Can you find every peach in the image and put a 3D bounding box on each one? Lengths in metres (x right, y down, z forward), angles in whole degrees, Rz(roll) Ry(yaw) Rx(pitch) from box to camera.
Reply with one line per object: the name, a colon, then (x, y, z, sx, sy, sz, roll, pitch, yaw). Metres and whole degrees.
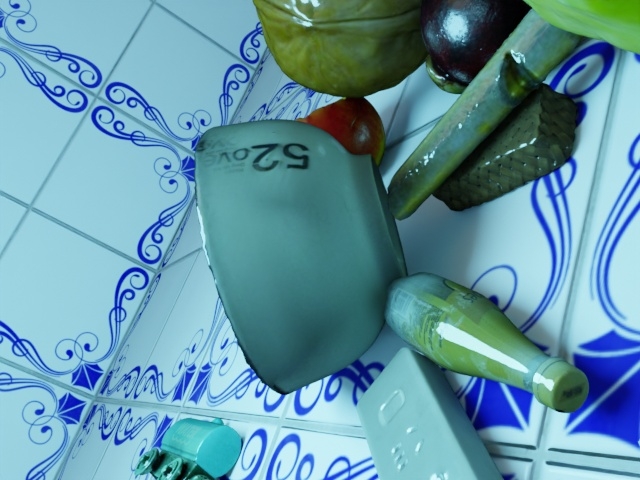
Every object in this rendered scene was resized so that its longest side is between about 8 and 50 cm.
peach: (0.017, -0.173, 1.104, 0.190, 0.192, 0.190, -18, 49, 22)

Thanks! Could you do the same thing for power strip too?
power strip: (0.104, 0.210, 0.585, 0.098, 0.058, 0.338, -55, 21, 14)

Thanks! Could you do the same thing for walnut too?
walnut: (0.055, -0.406, 0.977, 0.307, 0.354, 0.398, 7, 36, 21)

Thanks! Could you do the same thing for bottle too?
bottle: (0.148, 0.093, 0.613, 0.083, 0.083, 0.269, -60, 24, -1)

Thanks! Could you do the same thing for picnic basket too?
picnic basket: (0.212, -0.109, 0.772, 0.193, 0.054, 0.110, -27, 38, 52)

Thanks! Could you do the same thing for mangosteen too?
mangosteen: (0.214, -0.273, 0.835, 0.231, 0.194, 0.194, 106, -179, -59)

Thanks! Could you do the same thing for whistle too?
whistle: (0.185, -0.153, 0.734, 0.326, 0.057, 0.068, -49, 24, 26)

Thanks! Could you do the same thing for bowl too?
bowl: (0.000, 0.000, 0.809, 0.185, 0.354, 0.354, -16, 35, 11)

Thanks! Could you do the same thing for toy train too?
toy train: (-0.218, 0.367, 1.082, 0.159, 0.101, 0.248, -52, 16, -26)

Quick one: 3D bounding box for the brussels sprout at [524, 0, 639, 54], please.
brussels sprout: (0.295, -0.301, 0.503, 0.344, 0.268, 0.345, 8, 102, 42)
